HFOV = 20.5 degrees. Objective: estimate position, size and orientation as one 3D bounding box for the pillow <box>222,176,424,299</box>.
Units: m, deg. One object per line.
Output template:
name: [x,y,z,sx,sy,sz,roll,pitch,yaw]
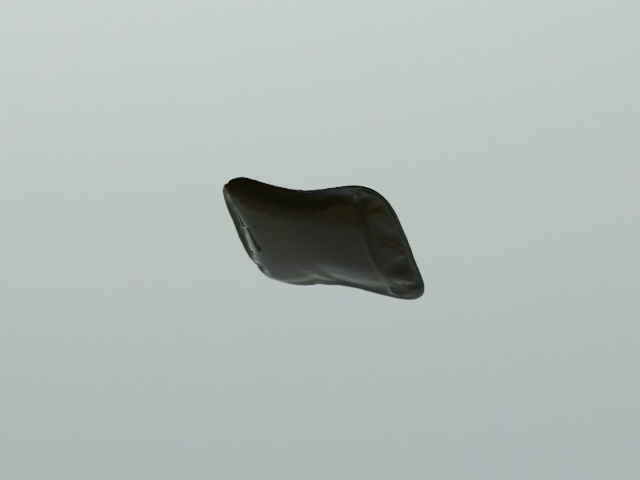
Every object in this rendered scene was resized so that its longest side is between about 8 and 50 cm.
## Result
pillow: [0.000,0.000,1.657,0.217,0.130,0.033,3,-142,43]
